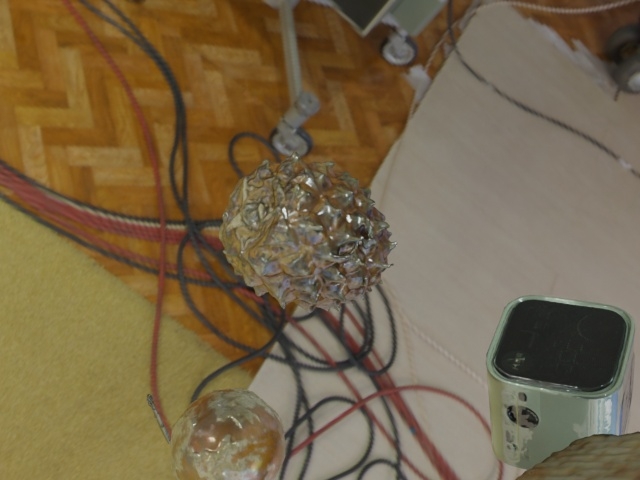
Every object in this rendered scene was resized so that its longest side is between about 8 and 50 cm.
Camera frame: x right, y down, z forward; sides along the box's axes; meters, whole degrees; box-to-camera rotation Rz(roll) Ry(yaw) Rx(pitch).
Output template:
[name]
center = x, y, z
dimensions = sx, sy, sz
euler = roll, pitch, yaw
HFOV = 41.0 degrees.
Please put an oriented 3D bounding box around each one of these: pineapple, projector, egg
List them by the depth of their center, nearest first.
[pineapple]
center = 0.000, 0.000, 0.880
dimensions = 0.193, 0.166, 0.166
euler = 23, 51, -43
[egg]
center = -0.151, 0.338, 1.402
dimensions = 0.195, 0.233, 0.195
euler = 0, 88, -6
[projector]
center = 0.465, 0.282, 1.653
dimensions = 0.248, 0.249, 0.248
euler = 8, 41, 25

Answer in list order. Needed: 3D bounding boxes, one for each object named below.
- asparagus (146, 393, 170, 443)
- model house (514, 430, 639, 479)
[asparagus]
center = -0.303, 0.335, 1.607
dimensions = 0.016, 0.166, 0.013
euler = 13, 49, 22
[model house]
center = 0.355, 0.493, 0.987
dimensions = 0.400, 0.395, 0.445
euler = -15, 90, -34
